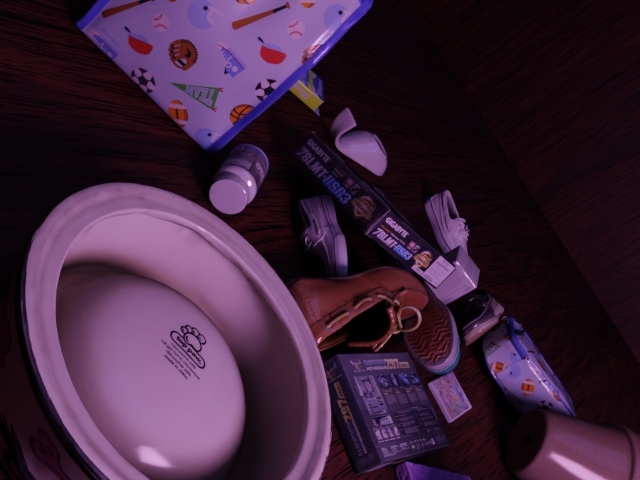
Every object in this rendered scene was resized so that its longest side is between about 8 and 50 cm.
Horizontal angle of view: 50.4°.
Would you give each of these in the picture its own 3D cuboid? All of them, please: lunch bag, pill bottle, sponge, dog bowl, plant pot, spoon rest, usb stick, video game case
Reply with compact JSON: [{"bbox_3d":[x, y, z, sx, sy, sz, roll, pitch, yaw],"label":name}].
[{"bbox_3d":[0.507,0.329,1.660,0.303,0.115,0.243,57,17,2],"label":"lunch bag"},{"bbox_3d":[-0.141,-0.106,1.172,0.078,0.078,0.137,45,29,-17],"label":"pill bottle"},{"bbox_3d":[0.208,0.447,1.149,0.210,0.031,0.117,28,38,-41],"label":"sponge"},{"bbox_3d":[-0.176,0.144,0.753,0.408,0.150,0.408,38,31,-28],"label":"dog bowl"},{"bbox_3d":[0.523,0.474,1.435,0.229,0.263,0.263,29,32,-7],"label":"plant pot"},{"bbox_3d":[-0.149,-0.400,1.161,0.328,0.385,0.239,43,30,-20],"label":"lunch bag"},{"bbox_3d":[0.096,-0.247,1.737,0.276,0.084,0.137,31,34,-61],"label":"spoon rest"},{"bbox_3d":[0.153,-0.014,1.573,0.077,0.045,0.278,26,38,-42],"label":"usb stick"},{"bbox_3d":[0.269,0.323,1.411,0.122,0.011,0.087,-2,60,-59],"label":"video game case"}]

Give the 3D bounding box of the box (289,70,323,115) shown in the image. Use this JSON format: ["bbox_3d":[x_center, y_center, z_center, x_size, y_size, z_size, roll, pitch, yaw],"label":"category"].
[{"bbox_3d":[-0.053,-0.402,1.693,0.178,0.042,0.109,37,32,-28],"label":"box"}]

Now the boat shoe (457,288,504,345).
[{"bbox_3d":[0.379,0.179,1.663,0.092,0.103,0.285,52,24,9],"label":"boat shoe"}]

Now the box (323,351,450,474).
[{"bbox_3d":[0.109,0.282,1.147,0.232,0.059,0.183,11,50,-53],"label":"box"}]

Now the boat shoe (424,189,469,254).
[{"bbox_3d":[0.367,-0.031,1.892,0.095,0.084,0.258,20,43,-49],"label":"boat shoe"}]

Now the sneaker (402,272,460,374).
[{"bbox_3d":[0.224,0.179,1.353,0.121,0.108,0.302,52,10,-24],"label":"sneaker"}]

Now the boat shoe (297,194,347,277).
[{"bbox_3d":[0.000,0.000,1.291,0.226,0.075,0.083,-104,-169,-51],"label":"boat shoe"}]

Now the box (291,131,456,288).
[{"bbox_3d":[0.109,-0.058,1.378,0.293,0.073,0.295,38,8,-47],"label":"box"}]

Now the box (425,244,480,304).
[{"bbox_3d":[0.324,0.085,1.672,0.087,0.102,0.101,52,28,-8],"label":"box"}]

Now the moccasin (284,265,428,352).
[{"bbox_3d":[0.080,0.126,1.170,0.147,0.139,0.380,50,23,25],"label":"moccasin"}]
